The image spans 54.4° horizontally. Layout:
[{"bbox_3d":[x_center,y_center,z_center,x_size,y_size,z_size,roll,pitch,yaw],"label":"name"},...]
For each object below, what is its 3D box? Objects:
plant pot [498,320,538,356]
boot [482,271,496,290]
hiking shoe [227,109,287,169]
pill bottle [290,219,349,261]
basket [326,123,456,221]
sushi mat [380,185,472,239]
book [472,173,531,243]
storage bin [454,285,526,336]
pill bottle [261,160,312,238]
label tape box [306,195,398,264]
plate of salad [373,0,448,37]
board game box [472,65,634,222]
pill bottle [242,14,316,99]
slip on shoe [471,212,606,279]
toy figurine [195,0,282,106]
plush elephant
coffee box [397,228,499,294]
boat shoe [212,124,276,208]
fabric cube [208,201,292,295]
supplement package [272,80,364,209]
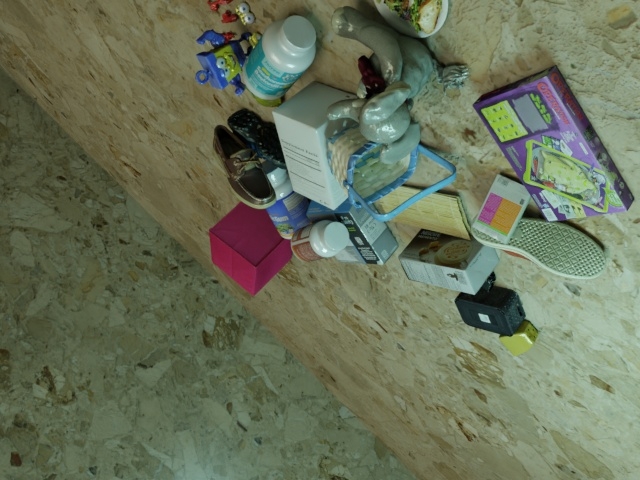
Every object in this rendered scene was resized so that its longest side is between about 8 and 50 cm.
[{"bbox_3d":[0.607,0.289,1.882,0.081,0.081,0.083,49,143,-9],"label":"plant pot"},{"bbox_3d":[0.468,0.118,1.864,0.099,0.045,0.121,34,147,23],"label":"boot"},{"bbox_3d":[-0.183,-0.324,2.093,0.304,0.113,0.132,42,163,27],"label":"hiking shoe"},{"bbox_3d":[0.000,0.000,2.028,0.121,0.121,0.216,51,153,-13],"label":"pill bottle"},{"bbox_3d":[0.173,-0.190,1.616,0.289,0.254,0.201,46,157,41],"label":"basket"},{"bbox_3d":[0.293,-0.092,1.819,0.316,0.019,0.151,17,144,46],"label":"sushi mat"},{"bbox_3d":[0.445,-0.078,1.524,0.096,0.144,0.035,31,-164,27],"label":"book"},{"bbox_3d":[0.512,0.206,1.887,0.180,0.084,0.122,12,139,49],"label":"storage bin"},{"bbox_3d":[-0.131,-0.151,2.199,0.152,0.152,0.272,14,141,46],"label":"pill bottle"},{"bbox_3d":[0.077,-0.078,2.064,0.240,0.106,0.334,0,130,54],"label":"label tape box"},{"bbox_3d":[0.181,-0.522,1.333,0.199,0.048,0.200,34,153,20],"label":"plate of salad"},{"bbox_3d":[0.504,-0.195,1.358,0.347,0.056,0.208,52,157,-16],"label":"board game box"},{"bbox_3d":[-0.106,-0.493,1.670,0.146,0.146,0.264,48,154,-7],"label":"pill bottle"},{"bbox_3d":[0.541,0.008,1.552,0.331,0.123,0.101,20,180,29],"label":"slip on shoe"},{"bbox_3d":[-0.283,-0.503,1.829,0.191,0.217,0.363,18,143,42],"label":"toy figurine"},{"bbox_3d":[0.138,-0.327,1.422,0.330,0.255,0.272,24,158,27],"label":"plush elephant"},{"bbox_3d":[0.368,0.055,1.807,0.246,0.141,0.098,12,140,49],"label":"coffee box"},{"bbox_3d":[-0.256,-0.248,2.032,0.342,0.123,0.123,56,160,28],"label":"boat shoe"},{"bbox_3d":[-0.279,0.016,2.538,0.259,0.254,0.258,37,153,14],"label":"fabric cube"},{"bbox_3d":[0.008,-0.272,1.789,0.175,0.177,0.293,28,148,34],"label":"supplement package"}]
